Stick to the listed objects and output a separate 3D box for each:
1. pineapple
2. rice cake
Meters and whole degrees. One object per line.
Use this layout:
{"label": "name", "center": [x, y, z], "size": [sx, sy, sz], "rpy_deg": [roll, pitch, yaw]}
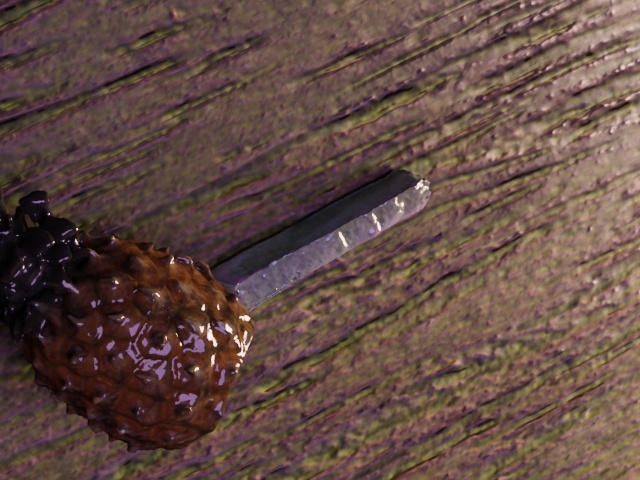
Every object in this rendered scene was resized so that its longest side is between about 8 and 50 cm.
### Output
{"label": "pineapple", "center": [-0.186, 0.035, 1.265], "size": [0.279, 0.158, 0.158], "rpy_deg": [38, 85, -23]}
{"label": "rice cake", "center": [0.000, 0.000, 1.415], "size": [0.211, 0.043, 0.034], "rpy_deg": [-29, 127, -19]}
